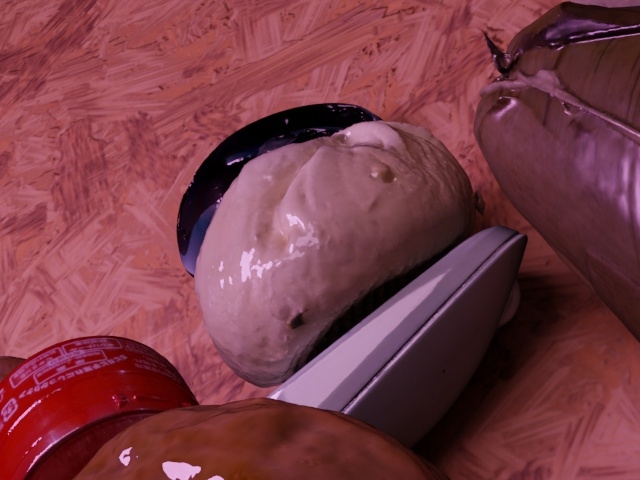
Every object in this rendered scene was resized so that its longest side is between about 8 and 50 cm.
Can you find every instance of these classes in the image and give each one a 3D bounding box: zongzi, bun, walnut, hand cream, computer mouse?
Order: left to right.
[{"bbox_3d":[-0.176,0.182,1.517,0.193,0.193,0.125,-42,36,4],"label":"hand cream"},{"bbox_3d":[-0.031,0.255,1.222,0.344,0.306,0.306,-6,52,34],"label":"walnut"},{"bbox_3d":[-0.042,-0.049,1.681,0.233,0.096,0.137,-26,41,25],"label":"computer mouse"},{"bbox_3d":[0.000,0.000,1.490,0.259,0.259,0.160,-41,78,5],"label":"bun"},{"bbox_3d":[0.058,0.105,1.429,0.288,0.159,0.097,-37,80,-1],"label":"computer mouse"},{"bbox_3d":[0.213,0.051,1.273,0.500,0.218,0.467,4,66,49],"label":"zongzi"}]

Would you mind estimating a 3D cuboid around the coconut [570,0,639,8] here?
[{"bbox_3d":[0.303,-0.295,1.438,0.323,0.323,0.323,-25,42,25],"label":"coconut"}]

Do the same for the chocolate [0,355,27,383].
[{"bbox_3d":[-0.337,0.233,1.703,0.185,0.100,0.303,-16,49,28],"label":"chocolate"}]
